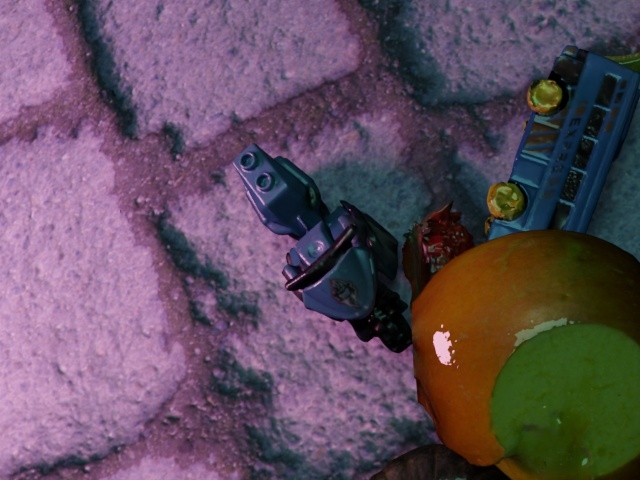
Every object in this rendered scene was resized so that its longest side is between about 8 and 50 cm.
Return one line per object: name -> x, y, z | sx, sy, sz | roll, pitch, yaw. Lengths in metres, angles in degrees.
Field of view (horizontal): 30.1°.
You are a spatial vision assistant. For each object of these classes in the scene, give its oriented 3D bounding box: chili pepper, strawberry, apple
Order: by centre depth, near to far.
apple -> 0.291, 0.176, 1.587 | 0.374, 0.374, 0.384 | -10, 68, 10
strawberry -> 0.193, 0.070, 1.814 | 0.097, 0.174, 0.228 | -4, 69, -8
chili pepper -> 0.494, -0.293, 1.954 | 0.208, 0.043, 0.049 | -6, 79, 12

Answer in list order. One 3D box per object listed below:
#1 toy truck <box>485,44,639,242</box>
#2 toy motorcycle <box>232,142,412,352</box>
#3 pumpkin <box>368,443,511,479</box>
toy truck -> 0.364, -0.104, 1.845 | 0.162, 0.161, 0.385 | 21, 73, 11
toy motorcycle -> 0.000, 0.000, 1.848 | 0.172, 0.232, 0.416 | -40, 63, 8
pumpkin -> 0.173, 0.421, 1.643 | 0.300, 0.207, 0.300 | -9, 58, 14
